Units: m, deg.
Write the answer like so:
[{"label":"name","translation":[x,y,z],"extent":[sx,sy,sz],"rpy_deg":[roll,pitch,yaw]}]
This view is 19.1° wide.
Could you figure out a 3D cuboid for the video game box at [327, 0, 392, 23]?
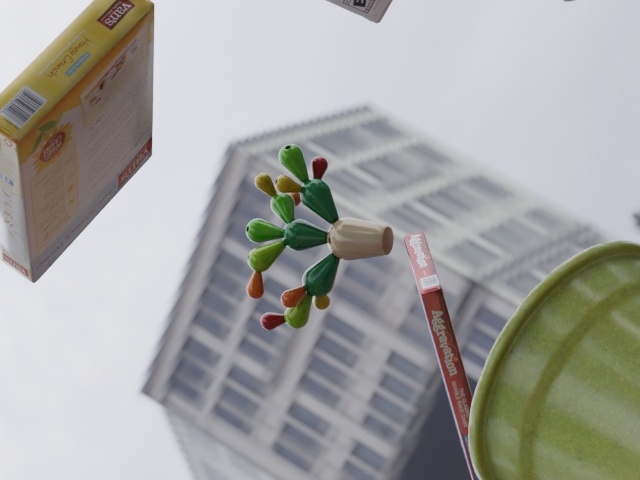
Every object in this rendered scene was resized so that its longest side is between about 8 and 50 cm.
[{"label":"video game box","translation":[0.011,-0.307,1.665],"extent":[0.048,0.187,0.205],"rpy_deg":[-82,18,-45]}]

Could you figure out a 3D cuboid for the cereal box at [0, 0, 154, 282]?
[{"label":"cereal box","translation":[-0.208,-0.087,1.596],"extent":[0.173,0.047,0.240],"rpy_deg":[-50,-14,-27]}]

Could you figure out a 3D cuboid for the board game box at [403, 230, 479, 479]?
[{"label":"board game box","translation":[0.144,0.143,2.077],"extent":[0.145,0.027,0.281],"rpy_deg":[-99,-7,-64]}]

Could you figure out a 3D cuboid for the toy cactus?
[{"label":"toy cactus","translation":[0.000,0.000,2.218],"extent":[0.112,0.181,0.219],"rpy_deg":[7,-93,-64]}]

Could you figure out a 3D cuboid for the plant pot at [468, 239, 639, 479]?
[{"label":"plant pot","translation":[0.319,0.175,1.717],"extent":[0.276,0.254,0.276],"rpy_deg":[-24,-52,-33]}]
